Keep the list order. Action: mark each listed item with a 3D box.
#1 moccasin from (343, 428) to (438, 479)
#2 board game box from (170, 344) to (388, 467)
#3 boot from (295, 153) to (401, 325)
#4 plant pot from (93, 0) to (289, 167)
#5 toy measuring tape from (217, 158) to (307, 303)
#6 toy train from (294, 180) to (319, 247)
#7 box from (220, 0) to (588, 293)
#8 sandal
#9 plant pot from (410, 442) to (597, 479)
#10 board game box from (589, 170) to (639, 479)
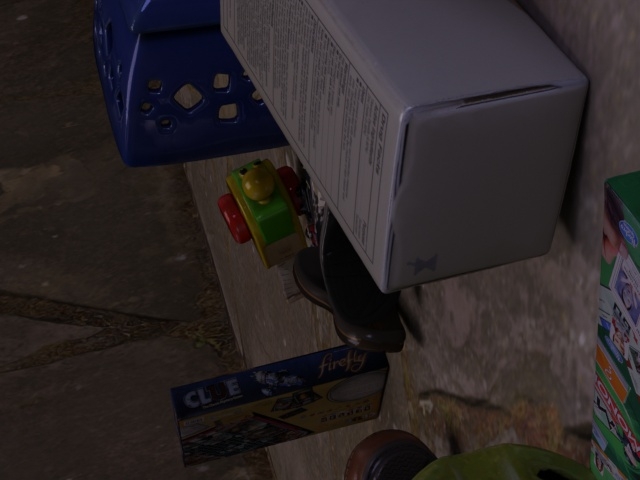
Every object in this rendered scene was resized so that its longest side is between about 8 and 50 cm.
[{"bbox_3d":[0.090,0.346,1.385,0.147,0.139,0.380,44,157,56],"label":"moccasin"},{"bbox_3d":[-0.048,0.190,1.582,0.165,0.243,0.042,96,159,-62],"label":"board game box"},{"bbox_3d":[0.023,-0.050,1.339,0.178,0.085,0.236,-127,29,-74],"label":"boot"},{"bbox_3d":[-0.128,-0.244,1.509,0.212,0.236,0.236,95,160,-45],"label":"plant pot"},{"bbox_3d":[-0.068,-0.023,1.834,0.330,0.121,0.121,75,177,-65],"label":"toy measuring tape"},{"bbox_3d":[0.000,0.000,1.697,0.036,0.027,0.158,145,112,-68],"label":"toy train"},{"bbox_3d":[0.038,-0.124,0.901,0.148,0.121,0.311,96,154,-42],"label":"box"},{"bbox_3d":[0.033,0.048,1.412,0.219,0.090,0.060,-121,36,-64],"label":"sandal"},{"bbox_3d":[0.104,0.275,0.895,0.254,0.276,0.276,103,153,-46],"label":"plant pot"},{"bbox_3d":[0.212,0.137,0.620,0.317,0.046,0.213,-116,15,-50],"label":"board game box"}]
